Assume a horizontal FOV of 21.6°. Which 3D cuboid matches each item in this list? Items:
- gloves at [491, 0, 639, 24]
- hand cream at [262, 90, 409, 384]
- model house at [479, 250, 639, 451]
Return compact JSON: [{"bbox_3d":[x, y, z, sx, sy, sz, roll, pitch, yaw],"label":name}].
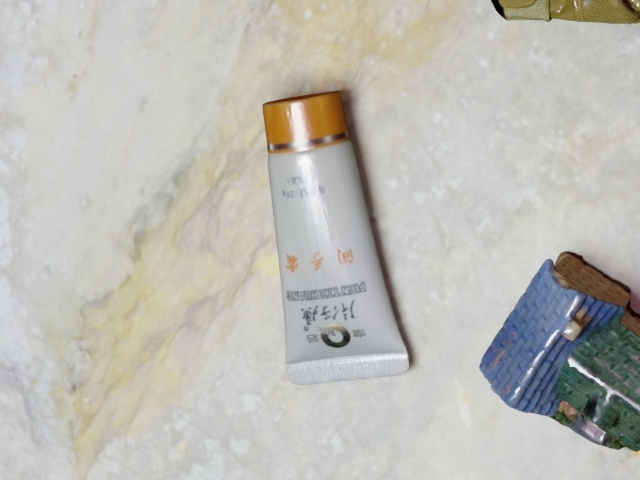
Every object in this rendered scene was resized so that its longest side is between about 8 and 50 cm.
[{"bbox_3d":[0.323,-0.297,1.645,0.331,0.141,0.154,-7,67,25],"label":"gloves"},{"bbox_3d":[0.000,0.000,1.792,0.139,0.089,0.314,-10,99,18],"label":"hand cream"},{"bbox_3d":[0.265,0.126,1.677,0.183,0.172,0.166,33,101,10],"label":"model house"}]
